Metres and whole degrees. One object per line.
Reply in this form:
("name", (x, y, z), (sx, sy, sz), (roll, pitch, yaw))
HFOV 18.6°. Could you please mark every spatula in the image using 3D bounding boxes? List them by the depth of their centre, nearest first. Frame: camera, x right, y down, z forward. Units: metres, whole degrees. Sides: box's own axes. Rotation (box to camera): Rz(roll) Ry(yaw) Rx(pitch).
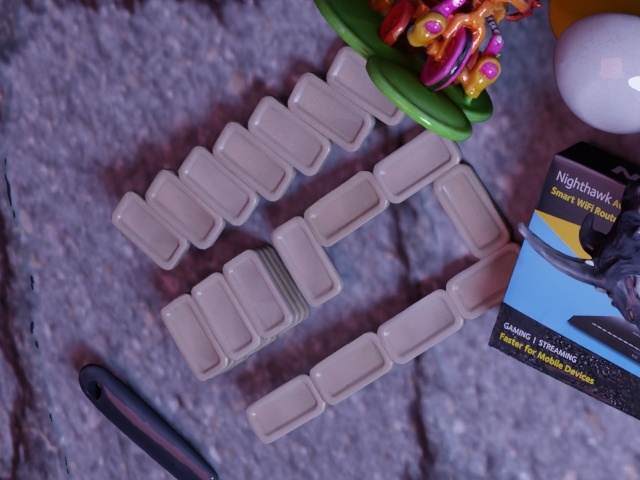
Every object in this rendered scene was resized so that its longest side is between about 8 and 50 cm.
("spatula", (-0.066, 0.193, 1.371), (0.296, 0.030, 0.084), (45, 124, 14))

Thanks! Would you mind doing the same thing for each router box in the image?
("router box", (0.201, 0.038, 1.146), (0.179, 0.046, 0.133), (25, 115, 20))

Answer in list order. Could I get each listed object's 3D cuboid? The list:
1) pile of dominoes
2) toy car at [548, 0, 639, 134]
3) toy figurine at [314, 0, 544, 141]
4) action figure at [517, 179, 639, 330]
("pile of dominoes", (0.000, 0.000, 1.286), (0.251, 0.040, 0.196), (-33, 84, 26))
("toy car", (0.220, -0.108, 1.054), (0.182, 0.159, 0.136), (-3, 136, 32))
("toy figurine", (0.093, -0.159, 1.108), (0.130, 0.173, 0.159), (31, 111, -17))
("action figure", (0.247, 0.013, 1.003), (0.276, 0.164, 0.141), (-12, 73, 10))
